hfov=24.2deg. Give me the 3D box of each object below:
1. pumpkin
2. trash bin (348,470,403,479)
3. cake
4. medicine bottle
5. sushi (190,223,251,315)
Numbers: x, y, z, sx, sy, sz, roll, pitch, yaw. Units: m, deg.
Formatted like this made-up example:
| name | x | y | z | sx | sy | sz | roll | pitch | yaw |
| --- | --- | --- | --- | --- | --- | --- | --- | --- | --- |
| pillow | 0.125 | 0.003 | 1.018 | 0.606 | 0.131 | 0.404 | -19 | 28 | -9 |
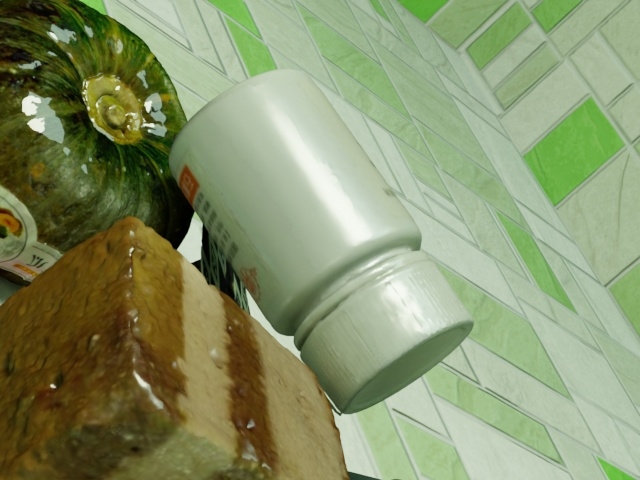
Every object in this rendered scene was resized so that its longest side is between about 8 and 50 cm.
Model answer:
| name | x | y | z | sx | sy | sz | roll | pitch | yaw |
| --- | --- | --- | --- | --- | --- | --- | --- | --- | --- |
| pumpkin | -0.230 | -0.076 | 1.244 | 0.260 | 0.189 | 0.260 | 30 | 48 | -40 |
| trash bin | 0.035 | 0.274 | 1.225 | 0.236 | 0.101 | 0.176 | 25 | 30 | -45 |
| cake | -0.102 | 0.158 | 1.020 | 0.293 | 0.196 | 0.198 | 43 | 17 | -33 |
| medicine bottle | 0.000 | 0.000 | 1.161 | 0.252 | 0.144 | 0.144 | 54 | 19 | 19 |
| sushi | -0.103 | 0.059 | 1.325 | 0.290 | 0.050 | 0.264 | -93 | 174 | -60 |
